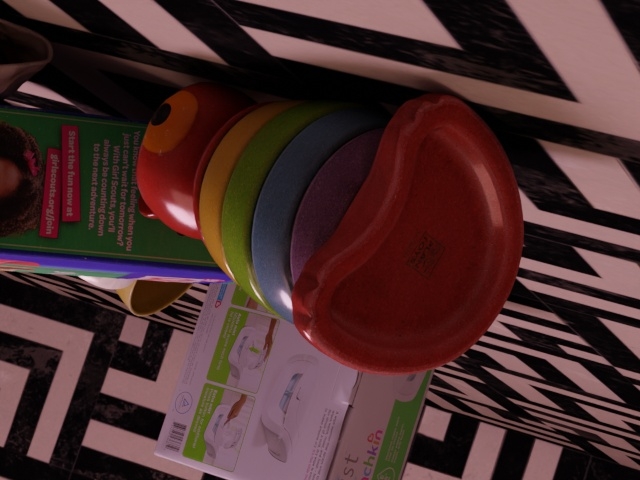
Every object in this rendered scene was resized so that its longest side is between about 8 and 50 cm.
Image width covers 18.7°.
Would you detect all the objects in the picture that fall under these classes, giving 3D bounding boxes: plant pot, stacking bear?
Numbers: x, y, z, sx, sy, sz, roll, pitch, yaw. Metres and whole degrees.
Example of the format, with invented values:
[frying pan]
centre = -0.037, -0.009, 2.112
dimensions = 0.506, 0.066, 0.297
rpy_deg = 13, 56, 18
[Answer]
[plant pot]
centre = -0.175, -0.005, 1.972
dimensions = 0.095, 0.134, 0.134
rpy_deg = 41, 180, 19
[stacking bear]
centre = -0.018, -0.029, 1.310
dimensions = 0.289, 0.175, 0.164
rpy_deg = 24, 171, 46

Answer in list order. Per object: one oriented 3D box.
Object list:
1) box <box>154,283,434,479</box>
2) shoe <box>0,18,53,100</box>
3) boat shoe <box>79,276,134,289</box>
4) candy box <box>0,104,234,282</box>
[box]
centre = -0.015, 0.132, 1.982
dimensions = 0.231, 0.262, 0.127
rpy_deg = 11, 170, 38
[shoe]
centre = -0.274, -0.151, 1.356
dimensions = 0.058, 0.076, 0.219
rpy_deg = -10, 164, 32
[boat shoe]
centre = -0.281, -0.070, 1.827
dimensions = 0.305, 0.109, 0.091
rpy_deg = 32, 128, -13
[candy box]
centre = -0.199, -0.033, 1.532
dimensions = 0.317, 0.122, 0.268
rpy_deg = 3, 177, -20
